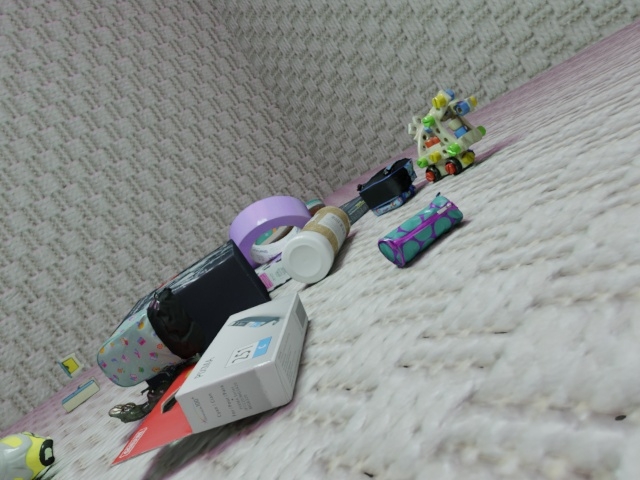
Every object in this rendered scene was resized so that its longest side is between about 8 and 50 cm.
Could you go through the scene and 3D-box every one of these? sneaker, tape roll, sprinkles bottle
[{"bbox_3d":[-0.119,-0.062,1.648,0.302,0.108,0.121,-37,50,12],"label":"sneaker"},{"bbox_3d":[-0.149,-0.015,1.498,0.275,0.090,0.274,-17,-36,-13],"label":"tape roll"},{"bbox_3d":[0.000,0.000,1.248,0.121,0.121,0.355,-32,7,18],"label":"sprinkles bottle"},{"bbox_3d":[-0.682,0.503,1.031,0.147,0.145,0.385,-1,-17,-35],"label":"sneaker"}]

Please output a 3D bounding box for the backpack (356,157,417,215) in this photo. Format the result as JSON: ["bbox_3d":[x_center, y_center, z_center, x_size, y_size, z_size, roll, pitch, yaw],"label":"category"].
[{"bbox_3d":[0.222,-0.174,1.423,0.158,0.116,0.173,-26,11,48],"label":"backpack"}]

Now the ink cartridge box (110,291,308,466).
[{"bbox_3d":[-0.157,0.193,0.722,0.261,0.066,0.296,-22,8,6],"label":"ink cartridge box"}]

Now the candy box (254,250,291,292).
[{"bbox_3d":[-0.164,0.110,1.433,0.196,0.070,0.165,-32,7,8],"label":"candy box"}]

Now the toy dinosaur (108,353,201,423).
[{"bbox_3d":[-0.275,0.274,0.923,0.268,0.064,0.118,-31,9,-14],"label":"toy dinosaur"}]

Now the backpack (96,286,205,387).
[{"bbox_3d":[-0.335,0.197,0.899,0.182,0.151,0.115,-32,2,16],"label":"backpack"}]

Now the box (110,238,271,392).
[{"bbox_3d":[-0.298,0.165,1.156,0.313,0.178,0.343,-34,11,-7],"label":"box"}]

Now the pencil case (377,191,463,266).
[{"bbox_3d":[0.174,-0.018,0.814,0.152,0.064,0.070,-36,-17,-15],"label":"pencil case"}]

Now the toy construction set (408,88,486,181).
[{"bbox_3d":[0.332,-0.289,1.305,0.151,0.215,0.328,-34,7,-4],"label":"toy construction set"}]

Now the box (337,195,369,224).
[{"bbox_3d":[0.077,-0.083,1.696,0.183,0.059,0.233,-24,13,48],"label":"box"}]

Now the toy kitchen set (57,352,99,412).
[{"bbox_3d":[-0.923,0.516,1.721,0.122,0.166,0.207,-37,8,-27],"label":"toy kitchen set"}]
